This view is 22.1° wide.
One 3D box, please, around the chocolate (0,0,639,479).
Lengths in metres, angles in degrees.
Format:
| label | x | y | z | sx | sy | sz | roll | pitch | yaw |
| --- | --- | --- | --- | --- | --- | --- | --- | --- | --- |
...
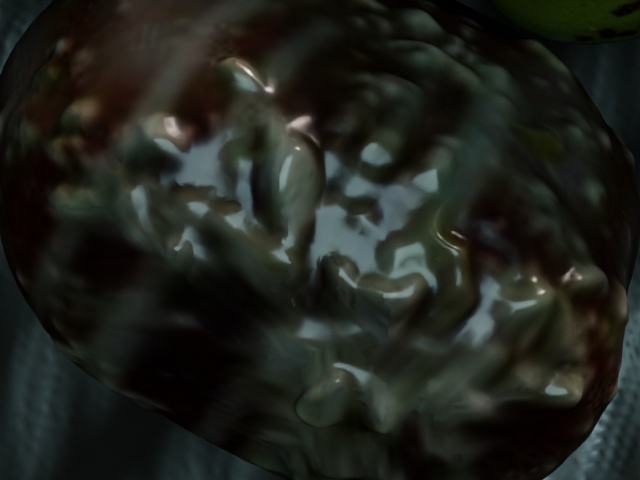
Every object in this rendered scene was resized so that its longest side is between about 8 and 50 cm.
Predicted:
| label | x | y | z | sx | sy | sz | roll | pitch | yaw |
| --- | --- | --- | --- | --- | --- | --- | --- | --- | --- |
| chocolate | 0.000 | 0.000 | 0.763 | 0.340 | 0.210 | 0.225 | 26 | 113 | -4 |

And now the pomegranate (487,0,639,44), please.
| label | x | y | z | sx | sy | sz | roll | pitch | yaw |
| --- | --- | --- | --- | --- | --- | --- | --- | --- | --- |
| pomegranate | 0.159 | -0.175 | 0.785 | 0.209 | 0.180 | 0.180 | 29 | 93 | 34 |
